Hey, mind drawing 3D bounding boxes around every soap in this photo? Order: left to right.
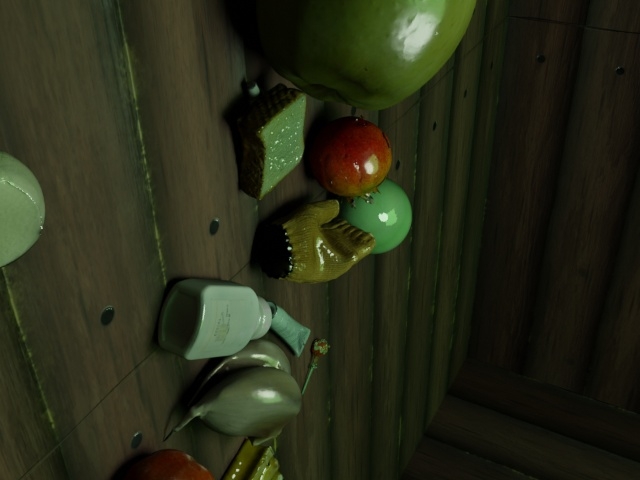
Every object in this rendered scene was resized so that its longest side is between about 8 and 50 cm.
[{"bbox_3d":[-0.219,0.701,1.965,0.315,0.091,0.199,-57,150,-32],"label":"soap"}]

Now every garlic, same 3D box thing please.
[{"bbox_3d":[-0.187,0.340,1.756,0.246,0.231,0.340,-36,149,25],"label":"garlic"}]

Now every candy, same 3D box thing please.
[{"bbox_3d":[-0.023,0.382,2.259,0.055,0.049,0.184,16,97,-36],"label":"candy"}]

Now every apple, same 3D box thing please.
[{"bbox_3d":[0.084,-0.483,1.461,0.473,0.474,0.473,-44,142,-48],"label":"apple"}]

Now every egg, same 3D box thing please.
[{"bbox_3d":[0.147,-0.070,2.108,0.269,0.220,0.220,56,54,-68],"label":"egg"}]

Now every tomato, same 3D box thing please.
[{"bbox_3d":[-0.313,0.550,1.520,0.188,0.232,0.232,0,106,-43],"label":"tomato"}]

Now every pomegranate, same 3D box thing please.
[{"bbox_3d":[0.080,-0.200,1.902,0.210,0.210,0.235,-49,133,-43],"label":"pomegranate"}]

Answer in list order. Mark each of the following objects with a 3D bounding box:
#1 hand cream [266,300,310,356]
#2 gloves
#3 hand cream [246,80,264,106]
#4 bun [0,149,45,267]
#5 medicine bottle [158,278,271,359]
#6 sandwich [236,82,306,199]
[{"bbox_3d":[-0.084,0.237,2.000,0.085,0.058,0.331,-69,156,-16],"label":"hand cream"},{"bbox_3d":[-0.015,0.006,1.872,0.356,0.155,0.203,-11,78,-42],"label":"gloves"},{"bbox_3d":[-0.122,-0.275,1.635,0.052,0.038,0.216,-41,153,-11],"label":"hand cream"},{"bbox_3d":[-0.447,-0.049,0.962,0.173,0.120,0.173,-20,137,-19],"label":"bun"},{"bbox_3d":[-0.218,0.166,1.609,0.296,0.111,0.161,8,98,-64],"label":"medicine bottle"},{"bbox_3d":[-0.105,-0.215,1.613,0.186,0.065,0.214,-46,155,-36],"label":"sandwich"}]
